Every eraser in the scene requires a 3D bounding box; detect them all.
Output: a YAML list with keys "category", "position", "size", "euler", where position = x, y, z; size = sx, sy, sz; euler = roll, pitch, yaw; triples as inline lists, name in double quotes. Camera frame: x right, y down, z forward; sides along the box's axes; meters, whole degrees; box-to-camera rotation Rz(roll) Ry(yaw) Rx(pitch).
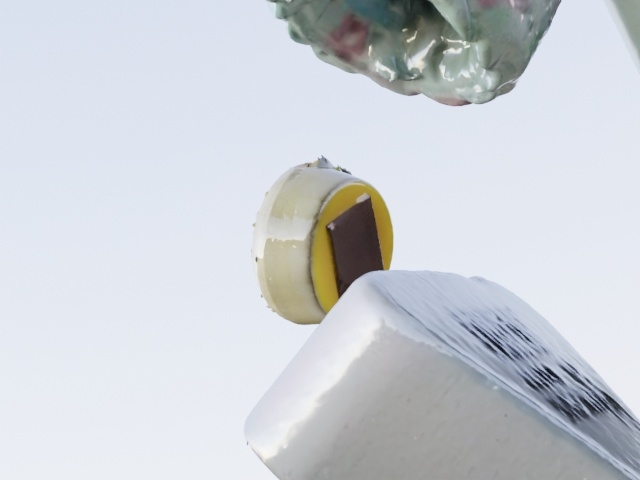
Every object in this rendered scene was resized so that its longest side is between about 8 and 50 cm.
- category: "eraser"
  position: [0.112, 0.134, 1.339]
  size: [0.150, 0.331, 0.331]
  euler: [-53, -29, 9]

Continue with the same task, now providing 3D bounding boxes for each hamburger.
- category: "hamburger"
  position: [0.000, 0.000, 1.514]
  size: [0.081, 0.141, 0.126]
  euler: [10, -42, 38]

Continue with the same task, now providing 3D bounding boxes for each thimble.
- category: "thimble"
  position: [0.067, -0.188, 1.233]
  size: [0.185, 0.149, 0.211]
  euler: [22, -13, 6]

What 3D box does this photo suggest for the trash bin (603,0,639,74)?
- category: "trash bin"
  position: [0.442, -0.143, 1.777]
  size: [0.280, 0.280, 0.432]
  euler: [-20, -62, 28]
